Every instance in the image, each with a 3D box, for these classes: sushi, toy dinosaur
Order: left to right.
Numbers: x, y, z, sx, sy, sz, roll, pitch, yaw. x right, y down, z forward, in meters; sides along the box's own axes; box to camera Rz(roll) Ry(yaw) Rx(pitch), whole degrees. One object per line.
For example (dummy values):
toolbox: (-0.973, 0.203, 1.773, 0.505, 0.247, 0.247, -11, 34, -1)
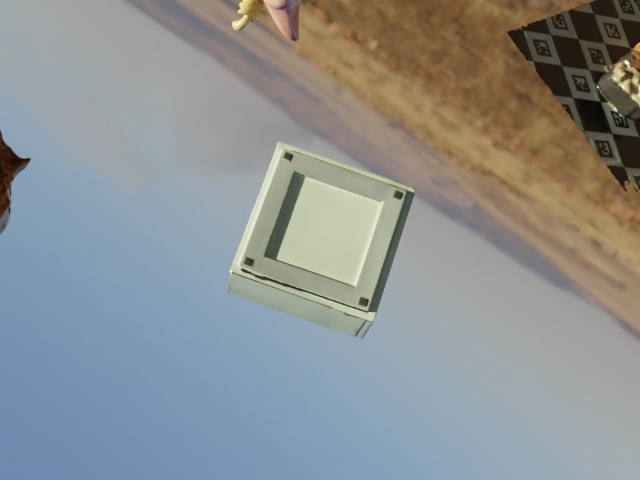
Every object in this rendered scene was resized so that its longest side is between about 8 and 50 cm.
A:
toy dinosaur: (-0.038, -0.360, 1.829, 0.152, 0.177, 0.194, 6, 144, -8)
sushi: (0.420, -0.221, 1.722, 0.290, 0.050, 0.264, -27, -100, -41)

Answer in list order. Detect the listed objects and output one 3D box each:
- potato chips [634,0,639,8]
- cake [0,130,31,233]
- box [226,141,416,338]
potato chips: (0.561, -0.372, 2.111, 0.429, 0.070, 0.358, 24, -158, 13)
cake: (-0.407, -0.017, 1.188, 0.293, 0.199, 0.196, -8, -175, -6)
box: (0.000, 0.000, 1.969, 0.225, 0.225, 0.117, 19, 161, -1)
